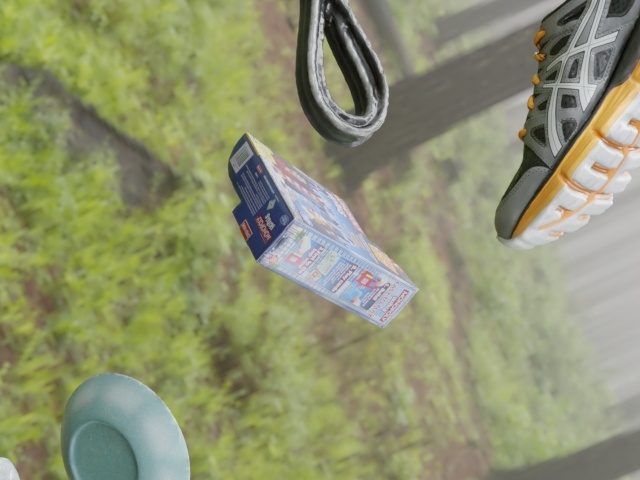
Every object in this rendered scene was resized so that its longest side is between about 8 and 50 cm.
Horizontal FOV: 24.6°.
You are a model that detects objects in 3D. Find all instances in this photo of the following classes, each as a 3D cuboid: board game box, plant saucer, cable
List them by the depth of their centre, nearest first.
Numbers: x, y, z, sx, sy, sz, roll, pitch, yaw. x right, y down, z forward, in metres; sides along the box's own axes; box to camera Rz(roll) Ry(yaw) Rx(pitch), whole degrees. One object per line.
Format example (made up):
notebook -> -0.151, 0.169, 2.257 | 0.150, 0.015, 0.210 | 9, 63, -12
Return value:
cable -> 0.011, -0.210, 1.082 | 0.139, 0.072, 0.287 | 26, 49, -26
board game box -> 0.000, 0.000, 1.480 | 0.194, 0.060, 0.194 | 35, 14, -31
plant saucer -> -0.236, 0.250, 1.672 | 0.037, 0.195, 0.195 | -17, 81, -54

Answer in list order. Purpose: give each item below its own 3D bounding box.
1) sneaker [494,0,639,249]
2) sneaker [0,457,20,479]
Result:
sneaker -> 0.156, -0.092, 0.849 | 0.083, 0.215, 0.084 | 34, 9, 25
sneaker -> -0.332, 0.287, 1.443 | 0.054, 0.061, 0.152 | -4, 101, -66
